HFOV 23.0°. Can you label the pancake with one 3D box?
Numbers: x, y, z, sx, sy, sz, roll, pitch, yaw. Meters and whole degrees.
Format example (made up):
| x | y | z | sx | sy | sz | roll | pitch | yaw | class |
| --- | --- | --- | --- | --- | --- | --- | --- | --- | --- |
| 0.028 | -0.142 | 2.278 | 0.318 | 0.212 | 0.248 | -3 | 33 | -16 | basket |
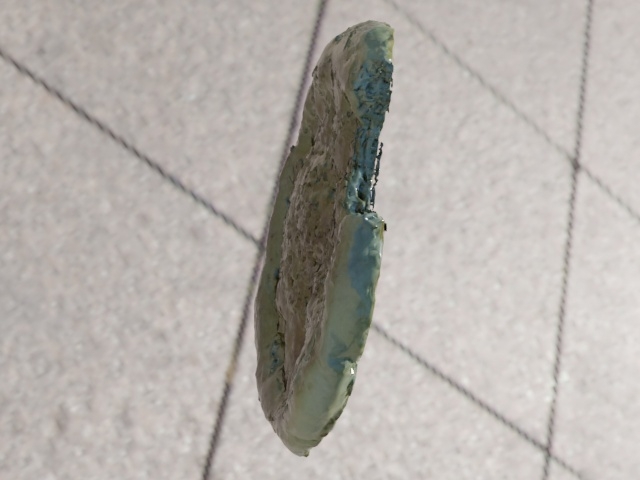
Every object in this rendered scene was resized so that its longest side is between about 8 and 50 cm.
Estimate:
| x | y | z | sx | sy | sz | roll | pitch | yaw | class |
| --- | --- | --- | --- | --- | --- | --- | --- | --- | --- |
| 0.000 | 0.000 | 0.893 | 0.037 | 0.253 | 0.253 | 10 | 56 | -11 | pancake |
